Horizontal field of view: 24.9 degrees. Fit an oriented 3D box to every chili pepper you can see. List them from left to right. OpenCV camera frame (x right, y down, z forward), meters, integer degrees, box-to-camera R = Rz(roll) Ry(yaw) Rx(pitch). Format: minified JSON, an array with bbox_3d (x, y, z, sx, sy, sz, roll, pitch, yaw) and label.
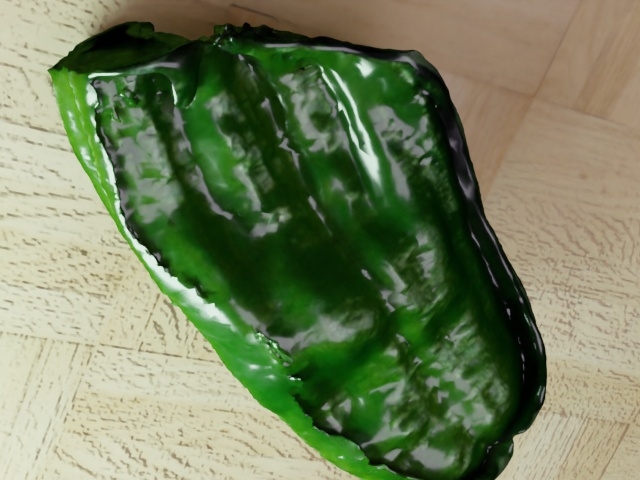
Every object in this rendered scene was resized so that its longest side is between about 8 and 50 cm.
[{"bbox_3d":[-0.001,-0.005,0.924,0.213,0.167,0.385,-46,117,-15],"label":"chili pepper"}]
